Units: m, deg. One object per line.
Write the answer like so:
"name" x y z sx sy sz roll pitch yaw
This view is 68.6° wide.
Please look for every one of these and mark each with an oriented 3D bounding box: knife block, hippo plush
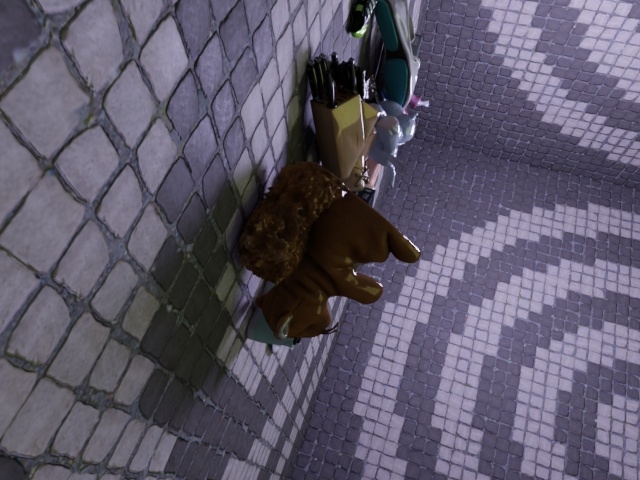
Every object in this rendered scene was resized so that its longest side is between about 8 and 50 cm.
"knife block" 0.027 -0.314 1.176 0.242 0.088 0.275 11 110 -48
"hippo plush" 0.257 -0.404 1.677 0.236 0.294 0.234 -45 175 -28

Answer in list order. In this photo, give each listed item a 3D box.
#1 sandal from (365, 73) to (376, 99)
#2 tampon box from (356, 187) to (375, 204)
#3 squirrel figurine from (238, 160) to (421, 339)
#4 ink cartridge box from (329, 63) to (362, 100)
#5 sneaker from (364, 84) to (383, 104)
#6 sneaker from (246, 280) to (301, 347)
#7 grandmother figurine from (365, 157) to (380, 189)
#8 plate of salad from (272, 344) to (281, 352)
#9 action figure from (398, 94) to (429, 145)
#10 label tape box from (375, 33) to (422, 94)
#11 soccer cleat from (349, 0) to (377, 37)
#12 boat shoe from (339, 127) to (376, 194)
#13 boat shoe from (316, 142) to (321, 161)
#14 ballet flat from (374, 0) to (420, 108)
"sandal" 0.130 -0.513 1.610 0.219 0.060 0.090 -46 147 -38
"tampon box" 0.106 -0.139 1.718 0.120 0.161 0.101 -56 159 -57
"squirrel figurine" -0.036 0.039 1.087 0.370 0.281 0.397 -49 124 4
"ink cartridge box" 0.070 -0.422 1.337 0.143 0.090 0.092 48 58 -76
"sneaker" 0.196 -0.486 1.853 0.107 0.124 0.283 -76 150 -60
"sneaker" -0.080 0.163 1.254 0.094 0.151 0.256 79 28 -63
"grandmother figurine" 0.261 -0.403 2.123 0.104 0.208 0.342 16 104 -38
"plate of salad" -0.109 0.271 1.528 0.200 0.048 0.200 15 90 -79
"action figure" 0.369 -0.682 2.341 0.276 0.248 0.370 -28 139 -27
"label tape box" 0.291 -0.651 1.887 0.240 0.106 0.333 -101 -158 -71
"soccer cleat" 0.125 -0.675 1.342 0.072 0.060 0.179 -41 148 -67
"boat shoe" 0.098 -0.197 1.401 0.121 0.110 0.341 -32 157 -41
"boat shoe" 0.021 -0.271 1.375 0.081 0.068 0.228 -41 161 -7
"ballet flat" 0.295 -0.676 1.680 0.139 0.139 0.400 -61 142 -49
